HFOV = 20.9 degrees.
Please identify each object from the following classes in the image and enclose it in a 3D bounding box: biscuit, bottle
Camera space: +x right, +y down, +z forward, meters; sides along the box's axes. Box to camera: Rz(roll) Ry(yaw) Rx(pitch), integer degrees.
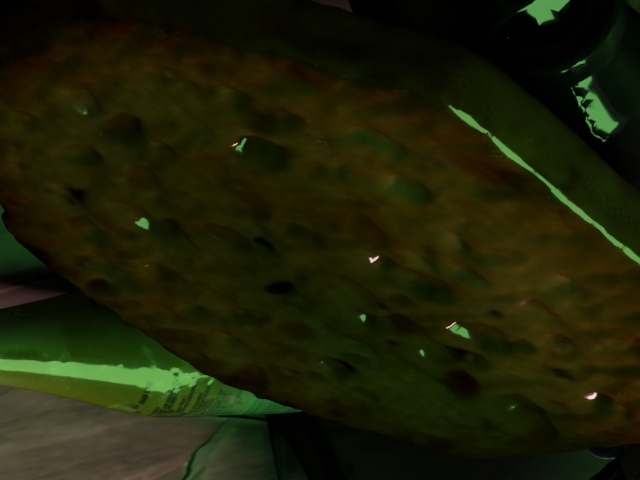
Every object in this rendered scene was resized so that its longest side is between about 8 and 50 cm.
[{"bbox_3d":[0.000,-0.001,0.771,0.359,0.046,0.359,18,152,10],"label":"biscuit"},{"bbox_3d":[-0.106,0.056,0.950,0.269,0.083,0.083,2,144,-28],"label":"bottle"}]

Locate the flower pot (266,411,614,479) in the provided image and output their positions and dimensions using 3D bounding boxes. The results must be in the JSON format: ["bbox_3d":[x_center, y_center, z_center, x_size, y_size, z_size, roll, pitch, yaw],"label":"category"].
[{"bbox_3d":[0.159,0.178,1.128,0.330,0.293,0.293,-21,151,-11],"label":"flower pot"}]

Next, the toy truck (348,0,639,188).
[{"bbox_3d":[0.117,-0.059,0.769,0.147,0.165,0.224,-25,129,8],"label":"toy truck"}]

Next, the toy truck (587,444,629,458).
[{"bbox_3d":[0.287,0.028,0.957,0.367,0.146,0.175,3,108,0],"label":"toy truck"}]

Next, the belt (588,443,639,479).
[{"bbox_3d":[0.180,0.125,0.871,0.126,0.094,0.359,30,110,-10],"label":"belt"}]
